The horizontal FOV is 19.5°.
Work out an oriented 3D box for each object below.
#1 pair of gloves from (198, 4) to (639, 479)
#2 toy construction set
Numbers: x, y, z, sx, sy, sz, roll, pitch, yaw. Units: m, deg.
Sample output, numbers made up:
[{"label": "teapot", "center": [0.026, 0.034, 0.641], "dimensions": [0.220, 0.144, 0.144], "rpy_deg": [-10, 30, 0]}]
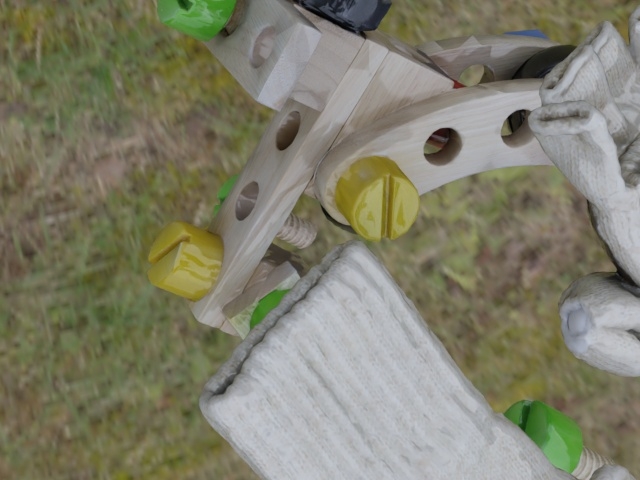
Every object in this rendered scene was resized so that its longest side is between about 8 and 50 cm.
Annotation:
[{"label": "pair of gloves", "center": [0.093, 0.052, 0.608], "dimensions": [0.240, 0.042, 0.204], "rpy_deg": [-40, 117, -26]}, {"label": "toy construction set", "center": [0.000, 0.000, 0.874], "dimensions": [0.237, 0.308, 0.257], "rpy_deg": [29, 128, -36]}]
